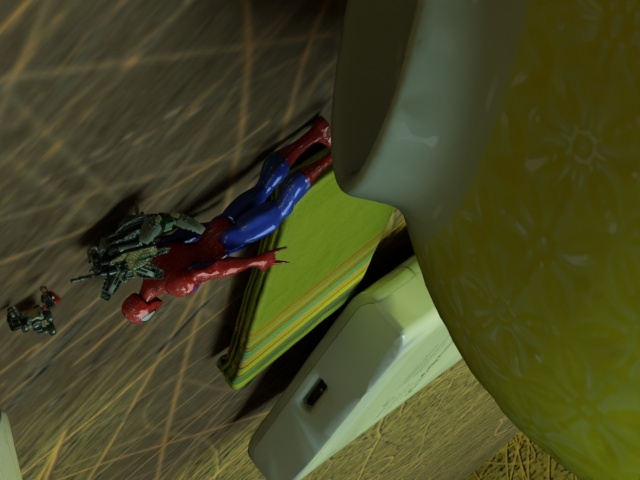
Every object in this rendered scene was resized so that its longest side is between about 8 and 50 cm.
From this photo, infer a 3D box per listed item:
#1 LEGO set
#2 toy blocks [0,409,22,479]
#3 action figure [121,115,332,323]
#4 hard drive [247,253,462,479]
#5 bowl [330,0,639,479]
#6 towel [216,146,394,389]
[{"bbox_3d":[-0.084,0.007,0.620,0.083,0.023,0.054,-25,163,-4],"label":"LEGO set"},{"bbox_3d":[-0.251,0.215,0.520,0.288,0.260,0.309,-65,162,-44],"label":"toy blocks"},{"bbox_3d":[-0.034,-0.004,0.666,0.115,0.038,0.030,-36,134,-10],"label":"action figure"},{"bbox_3d":[0.120,0.019,1.094,0.353,0.047,0.233,-32,165,-34],"label":"hard drive"},{"bbox_3d":[0.092,-0.057,0.506,0.156,0.289,0.289,10,151,-10],"label":"bowl"},{"bbox_3d":[0.000,0.000,0.815,0.102,0.021,0.237,-39,167,-23],"label":"towel"}]
